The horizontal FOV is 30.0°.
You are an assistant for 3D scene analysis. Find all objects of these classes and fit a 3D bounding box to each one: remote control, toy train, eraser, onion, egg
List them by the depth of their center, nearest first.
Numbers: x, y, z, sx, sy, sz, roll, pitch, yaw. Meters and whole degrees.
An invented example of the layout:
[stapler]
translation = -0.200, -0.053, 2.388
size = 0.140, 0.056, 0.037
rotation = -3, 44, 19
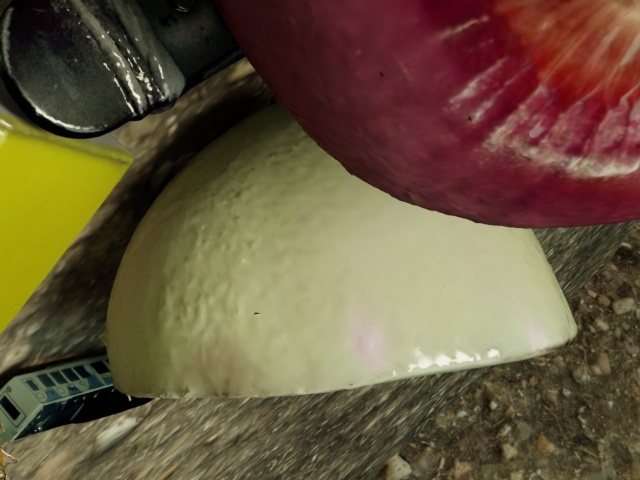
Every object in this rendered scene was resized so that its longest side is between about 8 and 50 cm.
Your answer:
[onion]
translation = 0.122, -0.172, 0.486
size = 0.358, 0.358, 0.345
rotation = -45, -162, -9
[eraser]
translation = -0.209, 0.010, 0.592
size = 0.226, 0.069, 0.158
rotation = -51, 160, 9
[remote control]
translation = -0.062, -0.131, 0.614
size = 0.266, 0.090, 0.066
rotation = -39, -169, -35
[egg]
translation = 0.000, 0.000, 0.833
size = 0.337, 0.201, 0.337
rotation = -9, 180, 0
[toy train]
translation = -0.179, 0.117, 0.941
size = 0.043, 0.047, 0.207
rotation = -48, 164, 16

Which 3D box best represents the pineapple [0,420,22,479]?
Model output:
[pineapple]
translation = -0.254, 0.178, 0.745
size = 0.161, 0.137, 0.176
rotation = -52, 162, 14
